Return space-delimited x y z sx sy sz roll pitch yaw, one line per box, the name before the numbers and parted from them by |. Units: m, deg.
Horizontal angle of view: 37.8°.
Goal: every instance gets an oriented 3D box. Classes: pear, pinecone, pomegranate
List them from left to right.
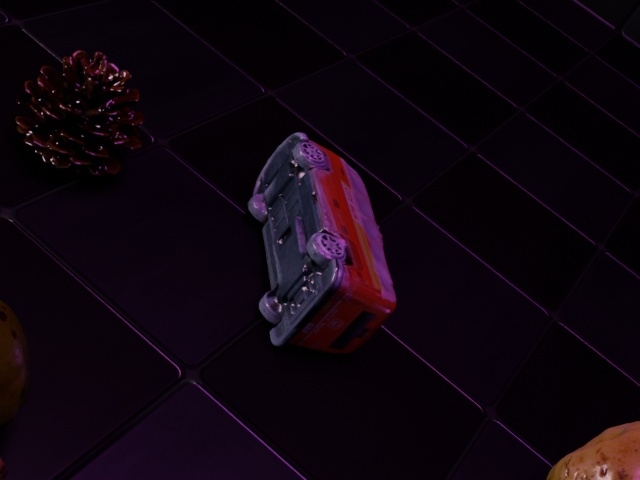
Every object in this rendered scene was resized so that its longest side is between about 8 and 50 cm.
pomegranate | -0.276 0.099 0.699 0.169 0.122 0.143 44 8 21
pinecone | -0.254 -0.140 1.005 0.140 0.120 0.140 25 28 -14
pear | 0.309 0.269 0.912 0.178 0.178 0.178 20 37 -16

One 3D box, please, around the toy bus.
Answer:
toy bus | 0.000 0.000 1.036 0.120 0.121 0.265 22 35 -28
